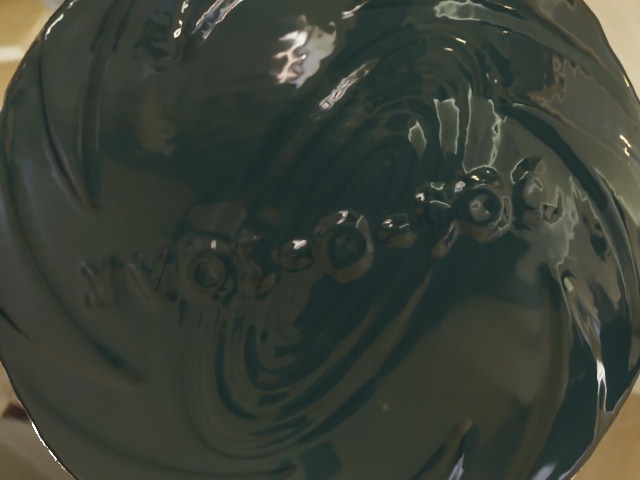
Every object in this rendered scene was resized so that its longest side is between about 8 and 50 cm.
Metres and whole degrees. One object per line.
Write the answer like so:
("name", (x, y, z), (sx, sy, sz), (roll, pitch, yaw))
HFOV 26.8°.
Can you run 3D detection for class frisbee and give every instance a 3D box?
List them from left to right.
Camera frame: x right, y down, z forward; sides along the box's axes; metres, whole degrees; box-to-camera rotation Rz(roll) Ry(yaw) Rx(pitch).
("frisbee", (0.001, 0.000, 0.539), (0.289, 0.289, 0.049), (26, 3, -1))
